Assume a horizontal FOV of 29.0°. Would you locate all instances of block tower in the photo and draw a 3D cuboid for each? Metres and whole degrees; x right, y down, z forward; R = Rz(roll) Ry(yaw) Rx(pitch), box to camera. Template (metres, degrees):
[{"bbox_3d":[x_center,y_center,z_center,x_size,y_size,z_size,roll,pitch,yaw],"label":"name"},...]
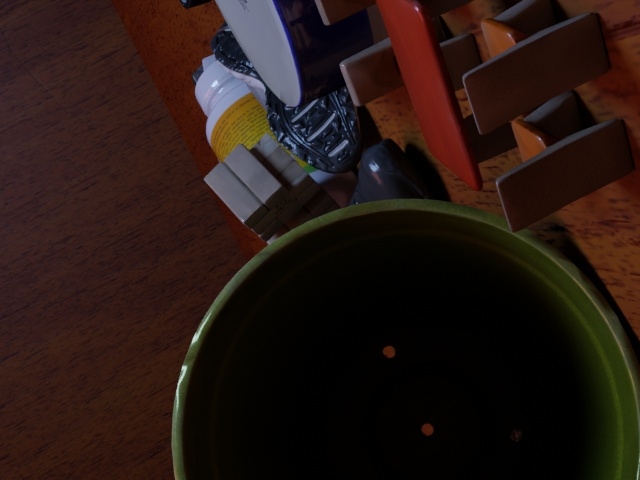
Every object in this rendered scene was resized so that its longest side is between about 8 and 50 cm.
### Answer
[{"bbox_3d":[0.000,0.000,1.471,0.097,0.091,0.335,47,-178,37],"label":"block tower"}]

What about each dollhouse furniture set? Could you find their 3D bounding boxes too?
[{"bbox_3d":[0.059,-0.150,0.830,0.262,0.135,0.259,48,164,56],"label":"dollhouse furniture set"}]

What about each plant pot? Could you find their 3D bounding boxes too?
[{"bbox_3d":[0.090,0.174,1.113,0.366,0.366,0.353,60,-177,11],"label":"plant pot"}]

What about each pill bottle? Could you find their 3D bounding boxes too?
[{"bbox_3d":[-0.064,-0.124,1.592,0.246,0.136,0.136,57,170,27],"label":"pill bottle"}]

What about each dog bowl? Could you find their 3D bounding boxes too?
[{"bbox_3d":[-0.037,-0.260,1.137,0.265,0.104,0.265,59,171,16],"label":"dog bowl"}]

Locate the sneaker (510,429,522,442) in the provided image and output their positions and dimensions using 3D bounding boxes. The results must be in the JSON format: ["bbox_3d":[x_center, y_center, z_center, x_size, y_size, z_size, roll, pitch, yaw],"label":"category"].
[{"bbox_3d":[0.198,0.226,1.437,0.166,0.065,0.076,75,168,-51],"label":"sneaker"}]

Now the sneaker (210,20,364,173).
[{"bbox_3d":[-0.021,-0.168,1.424,0.108,0.100,0.271,40,-169,-50],"label":"sneaker"}]

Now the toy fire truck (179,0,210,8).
[{"bbox_3d":[-0.153,-0.396,1.312,0.217,0.158,0.246,-127,24,-47],"label":"toy fire truck"}]

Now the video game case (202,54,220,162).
[{"bbox_3d":[-0.095,-0.112,1.828,0.285,0.025,0.204,58,-164,-50],"label":"video game case"}]

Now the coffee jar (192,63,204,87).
[{"bbox_3d":[-0.134,-0.194,1.966,0.096,0.079,0.184,50,166,52],"label":"coffee jar"}]

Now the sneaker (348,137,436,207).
[{"bbox_3d":[0.063,0.006,1.308,0.109,0.130,0.286,58,170,33],"label":"sneaker"}]
